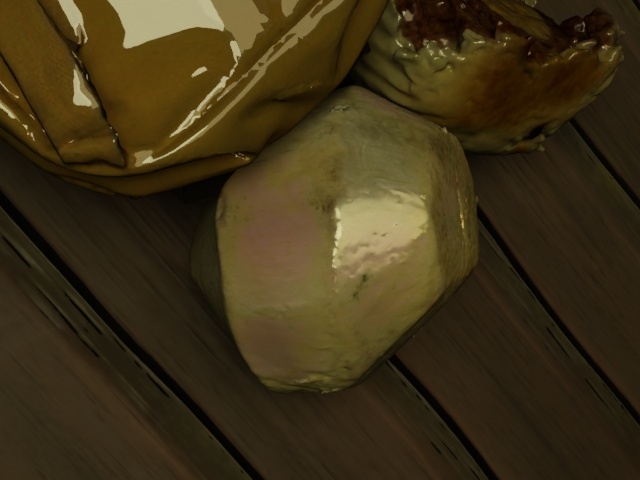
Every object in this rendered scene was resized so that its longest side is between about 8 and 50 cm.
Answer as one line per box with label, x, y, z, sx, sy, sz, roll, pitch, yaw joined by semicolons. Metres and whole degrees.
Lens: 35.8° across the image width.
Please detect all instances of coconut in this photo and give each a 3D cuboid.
coconut;0.000;0.000;0.757;0.236;0.237;0.197;-60;142;-21

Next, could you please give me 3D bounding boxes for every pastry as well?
pastry;0.104;-0.167;0.859;0.256;0.236;0.170;1;126;-38

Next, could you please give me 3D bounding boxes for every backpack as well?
backpack;-0.128;-0.224;0.645;0.353;0.201;0.378;-40;92;-16
